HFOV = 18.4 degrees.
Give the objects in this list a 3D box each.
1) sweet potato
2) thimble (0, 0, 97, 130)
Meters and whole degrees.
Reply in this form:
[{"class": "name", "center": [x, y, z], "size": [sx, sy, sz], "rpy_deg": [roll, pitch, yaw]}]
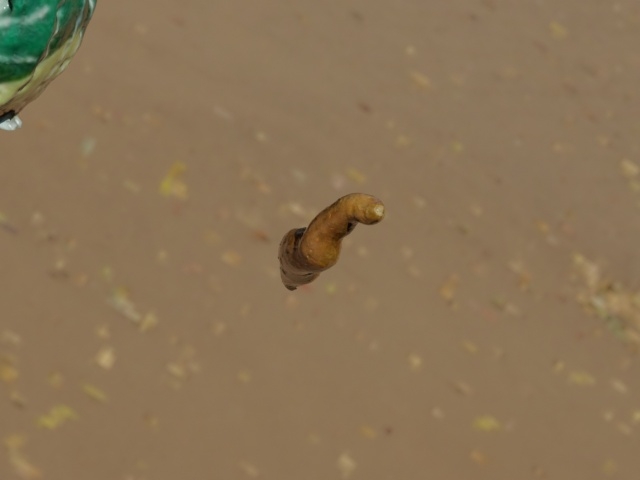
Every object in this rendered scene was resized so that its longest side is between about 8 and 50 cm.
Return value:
[{"class": "sweet potato", "center": [-0.002, 0.004, 1.345], "size": [0.044, 0.179, 0.044], "rpy_deg": [5, 71, -16]}, {"class": "thimble", "center": [-0.328, -0.229, 1.744], "size": [0.254, 0.288, 0.167], "rpy_deg": [8, 14, 16]}]
